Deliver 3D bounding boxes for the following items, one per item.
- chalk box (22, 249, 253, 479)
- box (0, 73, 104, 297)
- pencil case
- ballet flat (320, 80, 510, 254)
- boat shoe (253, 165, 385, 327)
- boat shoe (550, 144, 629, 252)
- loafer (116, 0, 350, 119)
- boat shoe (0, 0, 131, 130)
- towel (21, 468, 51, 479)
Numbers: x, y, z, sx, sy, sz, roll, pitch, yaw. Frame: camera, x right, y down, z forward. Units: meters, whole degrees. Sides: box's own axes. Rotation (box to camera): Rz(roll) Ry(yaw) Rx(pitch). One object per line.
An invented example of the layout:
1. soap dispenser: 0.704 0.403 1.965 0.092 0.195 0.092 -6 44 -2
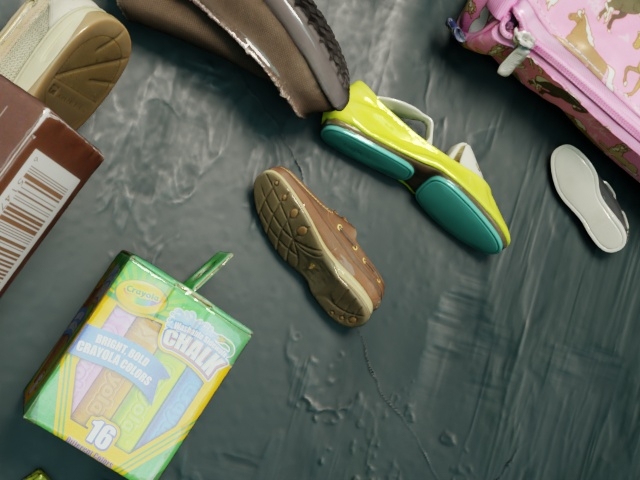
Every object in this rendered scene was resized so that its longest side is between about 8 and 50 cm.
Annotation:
1. chalk box: -0.155 0.092 0.967 0.132 0.132 0.213 34 82 -12
2. box: -0.384 -0.110 0.835 0.381 0.143 0.191 33 85 12
3. pencil case: 0.315 -0.146 1.068 0.386 0.160 0.167 38 81 -12
4. ballet flat: 0.107 -0.079 1.064 0.231 0.077 0.077 34 66 -10
5. boat shoe: 0.000 0.000 1.046 0.178 0.064 0.060 55 48 -10
6. boat shoe: 0.284 -0.047 1.123 0.046 0.038 0.125 -33 93 32
7. loafer: -0.118 -0.240 0.989 0.130 0.134 0.366 -43 90 13
8. boat shoe: -0.298 -0.096 0.953 0.098 0.109 0.302 39 91 25
9. towel: -0.326 0.321 0.983 0.237 0.021 0.102 -36 98 -11
